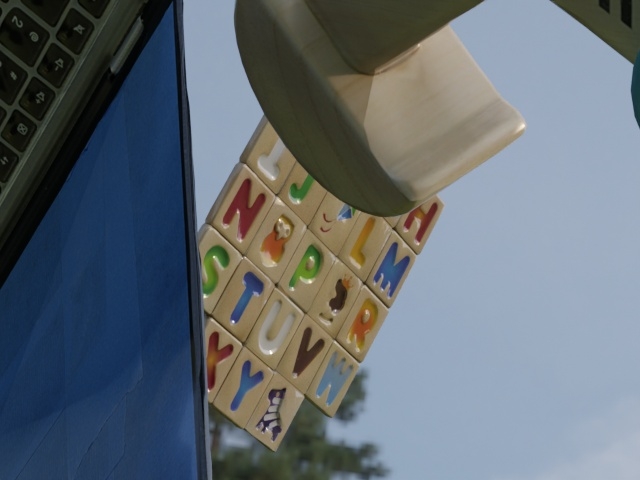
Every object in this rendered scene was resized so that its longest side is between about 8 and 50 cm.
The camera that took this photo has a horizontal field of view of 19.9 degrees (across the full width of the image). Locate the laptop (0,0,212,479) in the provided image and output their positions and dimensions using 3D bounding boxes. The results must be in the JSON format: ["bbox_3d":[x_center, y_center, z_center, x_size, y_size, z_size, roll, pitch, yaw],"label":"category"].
[{"bbox_3d":[-0.228,0.023,0.737,0.408,0.236,0.382,40,-53,3],"label":"laptop"}]

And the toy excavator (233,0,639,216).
[{"bbox_3d":[0.158,-0.095,0.640,0.445,0.222,0.433,42,-32,26],"label":"toy excavator"}]

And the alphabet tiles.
[{"bbox_3d":[0.000,0.000,1.551,0.011,0.343,0.285,18,-17,36],"label":"alphabet tiles"}]
